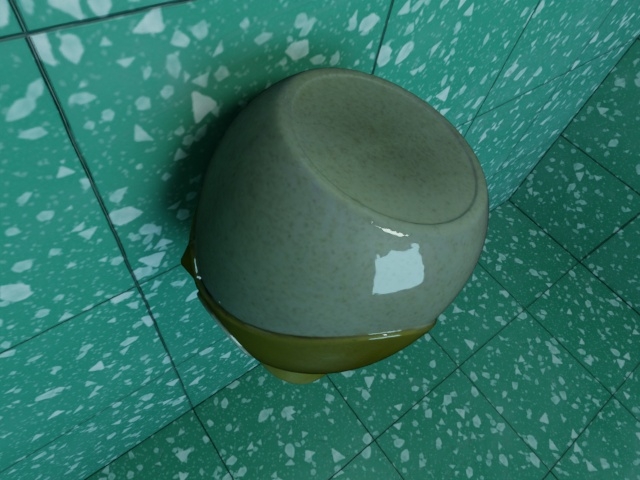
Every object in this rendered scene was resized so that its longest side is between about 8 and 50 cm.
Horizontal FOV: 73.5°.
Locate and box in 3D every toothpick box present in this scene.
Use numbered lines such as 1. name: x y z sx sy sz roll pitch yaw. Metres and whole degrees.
1. toothpick box: 0.000 0.000 0.666 0.409 0.408 0.425 -23 157 -36
